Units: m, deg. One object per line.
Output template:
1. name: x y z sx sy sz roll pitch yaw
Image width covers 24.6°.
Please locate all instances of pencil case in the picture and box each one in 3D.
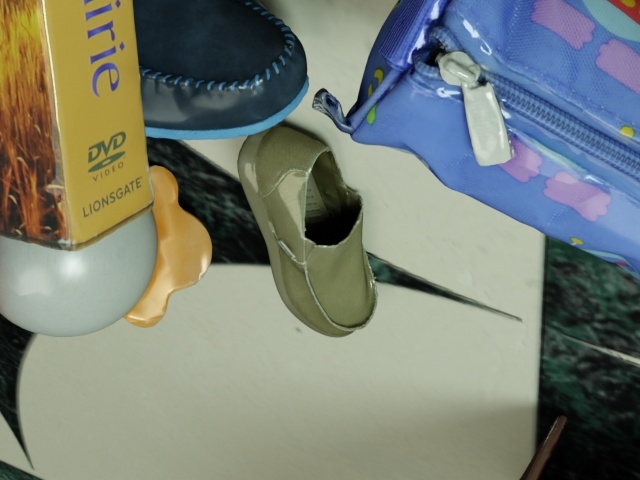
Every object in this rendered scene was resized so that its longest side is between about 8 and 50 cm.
1. pencil case: 0.154 -0.023 0.602 0.306 0.133 0.119 33 114 1

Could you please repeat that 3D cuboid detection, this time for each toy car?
1. toy car: -0.181 -0.023 0.880 0.238 0.210 0.219 4 -176 -19

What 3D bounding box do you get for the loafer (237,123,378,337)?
1. loafer: 0.000 0.000 0.828 0.050 0.056 0.148 10 140 41

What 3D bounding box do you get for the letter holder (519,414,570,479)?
1. letter holder: 0.135 0.239 0.788 0.152 0.302 0.214 27 146 11

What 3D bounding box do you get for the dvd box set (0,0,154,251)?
1. dvd box set: -0.222 -0.219 0.599 0.307 0.062 0.420 12 119 28

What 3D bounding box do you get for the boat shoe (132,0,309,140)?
1. boat shoe: -0.128 -0.124 0.739 0.258 0.109 0.089 18 140 19
